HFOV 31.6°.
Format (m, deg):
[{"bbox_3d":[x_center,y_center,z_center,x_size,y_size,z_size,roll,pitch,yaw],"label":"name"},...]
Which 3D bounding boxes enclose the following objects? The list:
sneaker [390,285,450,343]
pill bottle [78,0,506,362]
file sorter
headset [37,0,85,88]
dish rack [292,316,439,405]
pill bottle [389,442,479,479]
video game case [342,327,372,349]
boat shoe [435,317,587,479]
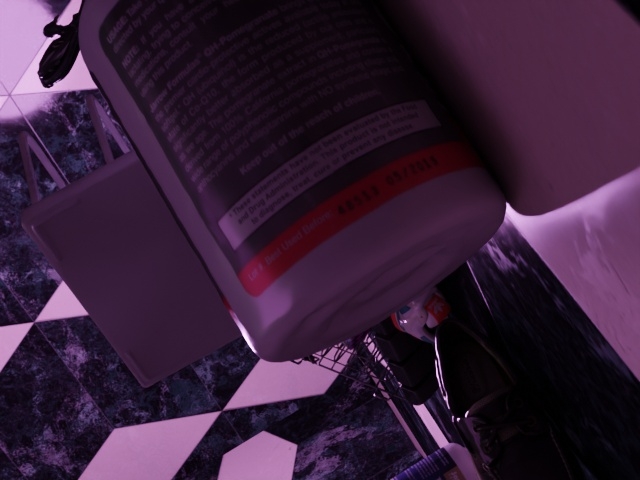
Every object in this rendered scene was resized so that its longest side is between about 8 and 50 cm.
[{"bbox_3d":[0.095,0.044,1.116,0.075,0.057,0.161,29,153,43],"label":"sneaker"},{"bbox_3d":[-0.040,-0.100,0.702,0.319,0.176,0.176,58,176,14],"label":"pill bottle"},{"bbox_3d":[-0.084,-0.056,0.942,0.193,0.277,0.173,62,180,-38],"label":"file sorter"},{"bbox_3d":[-0.136,-0.153,1.263,0.243,0.185,0.394,39,179,38],"label":"headset"},{"bbox_3d":[0.018,0.100,1.415,0.271,0.074,0.208,16,145,38],"label":"dish rack"},{"bbox_3d":[0.158,0.318,1.442,0.094,0.169,0.094,58,176,6],"label":"pill bottle"},{"bbox_3d":[-0.027,0.003,1.165,0.210,0.042,0.232,44,165,14],"label":"video game case"},{"bbox_3d":[0.149,0.152,0.952,0.073,0.080,0.224,56,-176,-42],"label":"boat shoe"}]
